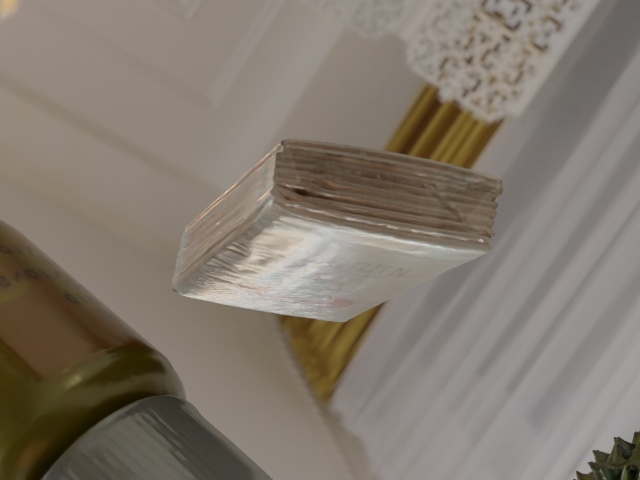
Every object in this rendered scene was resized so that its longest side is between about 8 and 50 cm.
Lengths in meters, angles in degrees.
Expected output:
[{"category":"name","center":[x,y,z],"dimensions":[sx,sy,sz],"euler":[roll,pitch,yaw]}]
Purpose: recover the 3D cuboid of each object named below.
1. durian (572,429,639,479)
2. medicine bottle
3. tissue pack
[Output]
[{"category":"durian","center":[0.215,0.135,0.923],"dimensions":[0.119,0.108,0.186],"euler":[28,-151,8]},{"category":"medicine bottle","center":[-0.219,0.158,1.298],"dimensions":[0.384,0.224,0.224],"euler":[36,-169,29]},{"category":"tissue pack","center":[0.000,0.000,1.261],"dimensions":[0.170,0.071,0.325],"euler":[12,166,-15]}]
